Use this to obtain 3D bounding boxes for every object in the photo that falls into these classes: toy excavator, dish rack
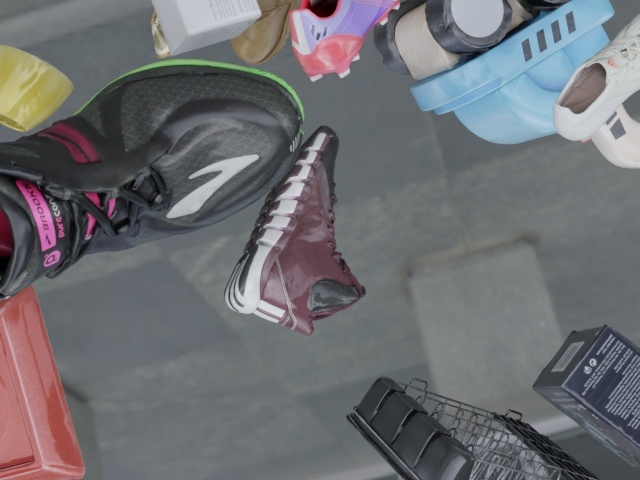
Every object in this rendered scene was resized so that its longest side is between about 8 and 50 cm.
[{"bbox_3d":[0.356,-0.221,1.914,0.433,0.445,0.222,-32,-170,-22],"label":"toy excavator"},{"bbox_3d":[0.187,0.240,1.490,0.272,0.208,0.074,20,102,-32],"label":"dish rack"}]

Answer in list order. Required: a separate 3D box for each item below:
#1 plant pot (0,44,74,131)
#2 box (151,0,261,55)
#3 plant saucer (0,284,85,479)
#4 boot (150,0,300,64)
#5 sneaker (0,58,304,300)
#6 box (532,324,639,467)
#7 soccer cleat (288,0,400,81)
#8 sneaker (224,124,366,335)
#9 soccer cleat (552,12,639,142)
[{"bbox_3d":[-0.455,-0.221,2.021,0.134,0.095,0.134,22,167,5],"label":"plant pot"},{"bbox_3d":[-0.130,-0.268,1.446,0.087,0.101,0.102,-20,180,-20],"label":"box"},{"bbox_3d":[-0.448,0.211,1.720,0.259,0.258,0.048,-17,177,26],"label":"plant saucer"},{"bbox_3d":[-0.142,-0.312,1.895,0.269,0.089,0.236,-33,161,-45],"label":"boot"},{"bbox_3d":[-0.235,-0.030,1.217,0.483,0.202,0.185,-18,120,-11],"label":"sneaker"},{"bbox_3d":[0.345,0.182,1.533,0.093,0.158,0.156,-52,178,-7],"label":"box"},{"bbox_3d":[0.030,-0.277,1.512,0.083,0.248,0.095,-2,128,28],"label":"soccer cleat"},{"bbox_3d":[0.000,0.000,1.702,0.163,0.281,0.106,30,156,-11],"label":"sneaker"},{"bbox_3d":[0.333,-0.193,1.486,0.196,0.068,0.076,-48,149,-7],"label":"soccer cleat"}]
